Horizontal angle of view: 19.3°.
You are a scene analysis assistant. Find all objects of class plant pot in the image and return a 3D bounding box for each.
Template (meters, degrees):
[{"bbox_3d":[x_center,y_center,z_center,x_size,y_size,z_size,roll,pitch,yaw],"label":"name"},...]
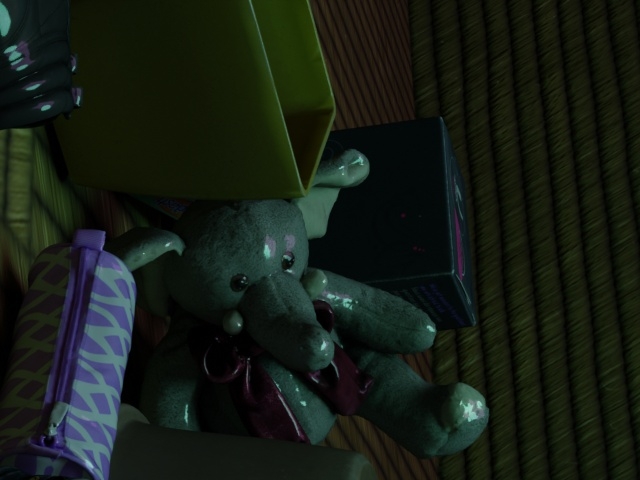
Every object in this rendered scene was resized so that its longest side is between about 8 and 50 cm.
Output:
[{"bbox_3d":[-0.113,-0.148,1.477,0.212,0.187,0.212,-72,149,-66],"label":"plant pot"},{"bbox_3d":[-0.072,0.237,1.338,0.263,0.229,0.263,-7,90,-78],"label":"plant pot"}]

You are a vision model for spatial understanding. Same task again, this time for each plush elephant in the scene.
[{"bbox_3d":[-0.043,0.068,1.519,0.330,0.272,0.255,52,-16,28],"label":"plush elephant"}]

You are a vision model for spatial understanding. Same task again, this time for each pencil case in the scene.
[{"bbox_3d":[-0.174,0.094,1.265,0.206,0.086,0.088,-88,179,-47],"label":"pencil case"}]

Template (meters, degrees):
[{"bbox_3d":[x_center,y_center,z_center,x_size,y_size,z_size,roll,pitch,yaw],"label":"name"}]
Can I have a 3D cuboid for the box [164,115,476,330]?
[{"bbox_3d":[0.000,0.000,1.770,0.143,0.270,0.165,62,22,-63],"label":"box"}]

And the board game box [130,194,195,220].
[{"bbox_3d":[-0.115,-0.116,1.682,0.160,0.047,0.210,30,47,-43],"label":"board game box"}]

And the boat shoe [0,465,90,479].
[{"bbox_3d":[-0.206,0.202,1.109,0.183,0.083,0.065,-43,130,-44],"label":"boat shoe"}]

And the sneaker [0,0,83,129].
[{"bbox_3d":[-0.201,-0.162,1.287,0.296,0.104,0.147,-60,143,-64],"label":"sneaker"}]
